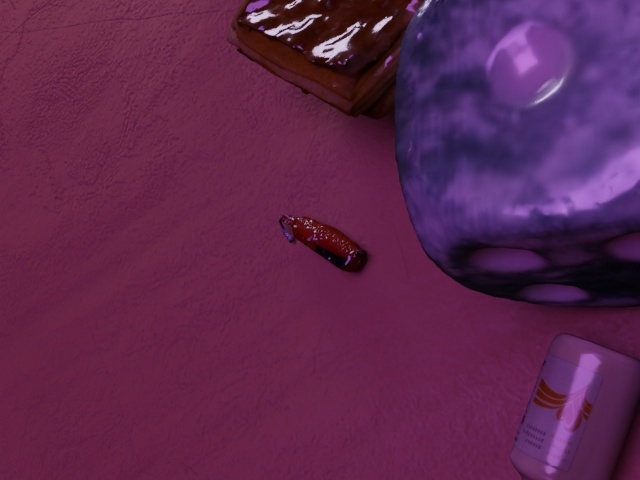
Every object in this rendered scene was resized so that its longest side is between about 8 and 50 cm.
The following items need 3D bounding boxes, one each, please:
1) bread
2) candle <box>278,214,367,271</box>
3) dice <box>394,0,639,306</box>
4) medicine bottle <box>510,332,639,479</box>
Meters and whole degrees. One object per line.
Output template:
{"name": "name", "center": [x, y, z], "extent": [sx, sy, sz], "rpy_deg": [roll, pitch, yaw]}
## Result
{"name": "bread", "center": [0.089, -0.335, 1.280], "extent": [0.370, 0.191, 0.314], "rpy_deg": [-51, 51, -2]}
{"name": "candle", "center": [0.000, 0.000, 1.340], "extent": [0.162, 0.048, 0.053], "rpy_deg": [31, 61, 35]}
{"name": "dice", "center": [0.295, -0.116, 1.000], "extent": [0.328, 0.348, 0.330], "rpy_deg": [-7, 68, 32]}
{"name": "medicine bottle", "center": [0.278, 0.238, 1.050], "extent": [0.114, 0.114, 0.252], "rpy_deg": [20, 90, 35]}
